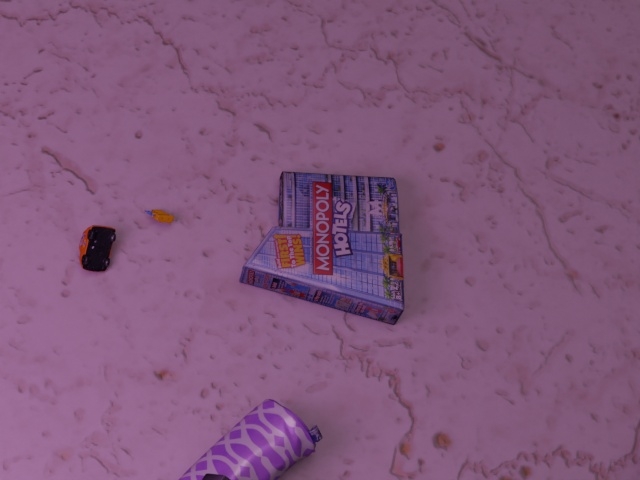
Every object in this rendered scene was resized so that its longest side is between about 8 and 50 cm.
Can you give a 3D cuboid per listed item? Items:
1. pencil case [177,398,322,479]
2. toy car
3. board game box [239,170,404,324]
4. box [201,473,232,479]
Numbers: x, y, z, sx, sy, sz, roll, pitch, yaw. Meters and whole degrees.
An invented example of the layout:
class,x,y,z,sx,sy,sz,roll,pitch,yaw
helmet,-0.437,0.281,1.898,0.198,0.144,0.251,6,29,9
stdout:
class,x,y,z,sx,sy,sz,roll,pitch,yaw
pencil case,-0.096,0.267,1.432,0.206,0.088,0.086,-39,39,-22
toy car,-0.239,-0.001,1.558,0.122,0.060,0.040,-13,24,-32
board game box,0.000,0.000,1.573,0.194,0.060,0.194,3,66,-9
box,-0.068,0.381,1.348,0.231,0.056,0.183,37,69,-16
